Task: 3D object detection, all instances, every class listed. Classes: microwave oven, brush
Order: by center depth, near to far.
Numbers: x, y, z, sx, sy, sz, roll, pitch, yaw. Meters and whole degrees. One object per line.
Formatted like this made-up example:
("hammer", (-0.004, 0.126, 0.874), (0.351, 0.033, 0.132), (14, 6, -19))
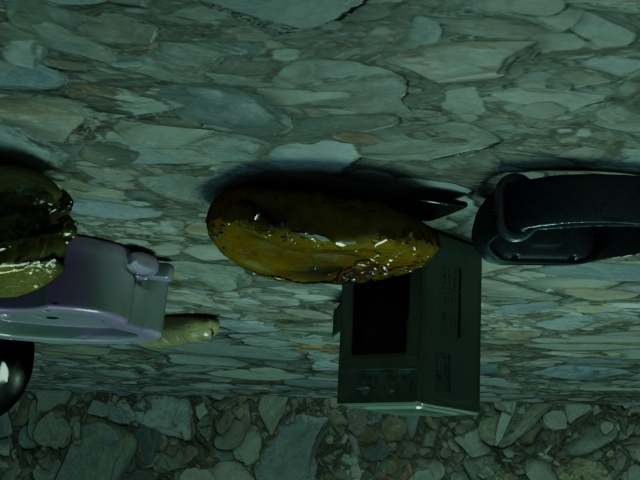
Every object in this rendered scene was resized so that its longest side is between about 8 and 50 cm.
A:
("brush", (0.091, -0.027, 1.423), (0.063, 0.016, 0.193), (8, 166, -22))
("microwave oven", (0.107, 0.102, 1.559), (0.122, 0.208, 0.162), (-6, 165, 36))

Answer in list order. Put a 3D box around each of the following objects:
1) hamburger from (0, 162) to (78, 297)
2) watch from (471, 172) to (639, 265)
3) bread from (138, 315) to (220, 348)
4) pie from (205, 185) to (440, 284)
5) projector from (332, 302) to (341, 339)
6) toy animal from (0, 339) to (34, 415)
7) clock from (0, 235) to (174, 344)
("hamburger", (-0.325, -0.017, 1.332), (0.159, 0.131, 0.185), (-20, 162, 41))
("watch", (0.256, -0.020, 1.306), (0.206, 0.068, 0.193), (5, 165, -24))
("bread", (-0.265, 0.163, 2.299), (0.214, 0.053, 0.073), (-7, 168, 37))
("pie", (0.001, -0.001, 1.398), (0.274, 0.069, 0.273), (9, 168, 2))
("projector", (0.100, 0.122, 2.000), (0.147, 0.061, 0.115), (5, 166, -9))
("toy animal", (-0.579, 0.161, 1.982), (0.251, 0.250, 0.310), (2, 168, 4))
("clock", (-0.361, 0.073, 1.793), (0.339, 0.102, 0.338), (2, 168, 1))
